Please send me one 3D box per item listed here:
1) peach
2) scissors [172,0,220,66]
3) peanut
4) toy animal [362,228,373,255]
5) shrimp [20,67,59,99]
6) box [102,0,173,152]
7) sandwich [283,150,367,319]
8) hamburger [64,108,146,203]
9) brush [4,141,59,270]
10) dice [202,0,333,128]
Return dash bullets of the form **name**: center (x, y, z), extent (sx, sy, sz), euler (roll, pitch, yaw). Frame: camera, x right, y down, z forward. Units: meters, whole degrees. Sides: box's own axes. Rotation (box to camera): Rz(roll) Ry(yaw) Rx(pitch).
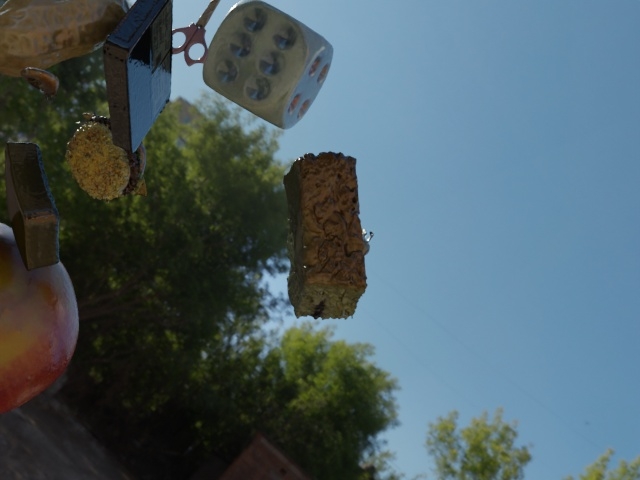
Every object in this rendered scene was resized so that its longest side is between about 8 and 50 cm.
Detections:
- **peach**: center (-0.625, 0.146, 1.240), extent (0.370, 0.370, 0.370), euler (38, -21, 17)
- **scissors**: center (-0.276, -0.512, 1.601), extent (0.110, 0.212, 0.021), euler (33, 1, 0)
- **peanut**: center (-0.516, -0.426, 1.348), extent (0.152, 0.313, 0.152), euler (40, -34, 34)
- **toy animal**: center (0.095, 0.061, 2.105), extent (0.073, 0.217, 0.176), euler (36, 2, -2)
- **shrimp**: center (-0.450, -0.254, 1.096), extent (0.059, 0.023, 0.108), euler (16, -13, -21)
- **box**: center (-0.386, -0.360, 1.475), extent (0.058, 0.211, 0.350), euler (22, -30, 0)
- **sandwich**: center (0.001, 0.000, 1.376), extent (0.262, 0.131, 0.325), euler (167, -81, -79)
- **hamburger**: center (-0.579, -0.225, 1.835), extent (0.243, 0.139, 0.261), euler (15, -62, 28)
- **brush**: center (-0.466, -0.058, 1.100), extent (0.197, 0.059, 0.123), euler (58, -38, 35)
- **dice**: center (-0.140, -0.473, 1.848), extent (0.265, 0.268, 0.262), euler (32, 10, 8)
